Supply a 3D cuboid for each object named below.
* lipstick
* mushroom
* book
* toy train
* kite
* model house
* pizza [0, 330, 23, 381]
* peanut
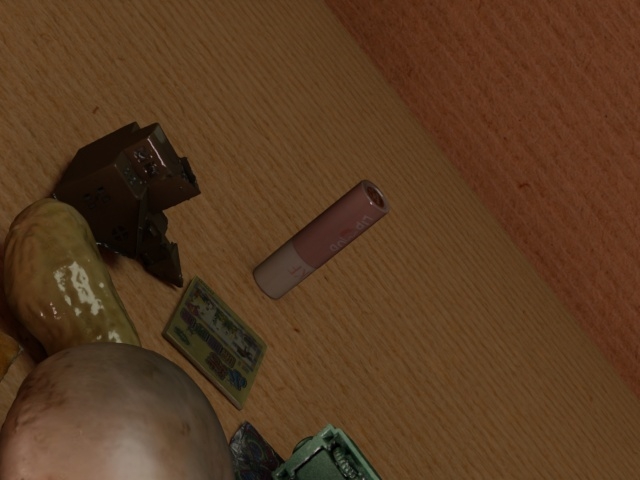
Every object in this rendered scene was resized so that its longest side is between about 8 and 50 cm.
[{"bbox_3d":[0.000,0.000,2.389,0.070,0.254,0.070,41,25,-24],"label":"lipstick"},{"bbox_3d":[-0.246,0.291,1.543,0.362,0.295,0.362,-11,90,-79],"label":"mushroom"},{"bbox_3d":[-0.158,0.153,2.182,0.168,0.013,0.192,46,24,-12],"label":"book"},{"bbox_3d":[0.076,0.418,2.008,0.330,0.138,0.178,52,7,28],"label":"toy train"},{"bbox_3d":[-0.030,0.388,2.066,0.285,0.015,0.152,42,27,-14],"label":"kite"},{"bbox_3d":[-0.252,-0.036,2.140,0.248,0.176,0.181,60,18,-23],"label":"model house"},{"bbox_3d":[-0.447,0.120,1.641,0.271,0.056,0.134,10,43,-59],"label":"pizza"},{"bbox_3d":[-0.324,0.089,1.827,0.147,0.147,0.319,12,50,-56],"label":"peanut"}]
